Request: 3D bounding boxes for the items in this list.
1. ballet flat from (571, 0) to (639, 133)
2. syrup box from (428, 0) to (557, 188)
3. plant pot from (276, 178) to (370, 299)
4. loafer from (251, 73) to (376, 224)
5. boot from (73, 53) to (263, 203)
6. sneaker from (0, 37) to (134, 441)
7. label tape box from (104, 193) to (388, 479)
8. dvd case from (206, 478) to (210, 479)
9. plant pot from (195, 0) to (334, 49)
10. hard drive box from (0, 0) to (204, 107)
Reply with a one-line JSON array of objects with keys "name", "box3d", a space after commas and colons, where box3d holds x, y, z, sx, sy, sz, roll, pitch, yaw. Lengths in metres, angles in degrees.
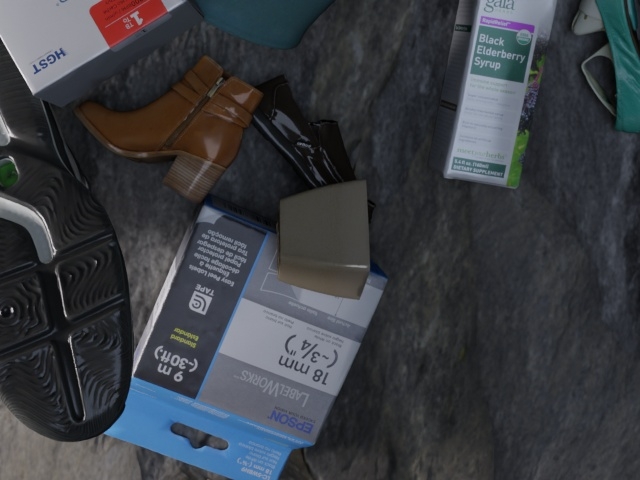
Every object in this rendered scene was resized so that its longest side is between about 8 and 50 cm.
[{"name": "ballet flat", "box3d": [0.353, -0.242, 1.419, 0.087, 0.083, 0.247, -15, 102, 18]}, {"name": "syrup box", "box3d": [0.203, -0.190, 1.400, 0.093, 0.096, 0.236, 9, 101, -9]}, {"name": "plant pot", "box3d": [0.000, 0.000, 1.309, 0.096, 0.109, 0.109, 0, 69, -6]}, {"name": "loafer", "box3d": [-0.002, -0.108, 1.396, 0.078, 0.080, 0.220, -42, 103, 3]}, {"name": "boot", "box3d": [-0.174, -0.152, 1.358, 0.197, 0.073, 0.152, 31, 93, 7]}, {"name": "sneaker", "box3d": [-0.278, 0.011, 1.267, 0.169, 0.257, 0.447, -22, 72, 2]}, {"name": "label tape box", "box3d": [-0.095, 0.143, 1.423, 0.241, 0.106, 0.333, 22, 98, -11]}, {"name": "dvd case", "box3d": [-0.142, 0.441, 1.492, 0.164, 0.018, 0.221, 38, 78, -14]}, {"name": "plant pot", "box3d": [-0.051, -0.356, 1.258, 0.272, 0.271, 0.255, 25, 111, -12]}, {"name": "hard drive box", "box3d": [-0.255, -0.282, 1.181, 0.181, 0.089, 0.232, -32, 86, 4]}]
